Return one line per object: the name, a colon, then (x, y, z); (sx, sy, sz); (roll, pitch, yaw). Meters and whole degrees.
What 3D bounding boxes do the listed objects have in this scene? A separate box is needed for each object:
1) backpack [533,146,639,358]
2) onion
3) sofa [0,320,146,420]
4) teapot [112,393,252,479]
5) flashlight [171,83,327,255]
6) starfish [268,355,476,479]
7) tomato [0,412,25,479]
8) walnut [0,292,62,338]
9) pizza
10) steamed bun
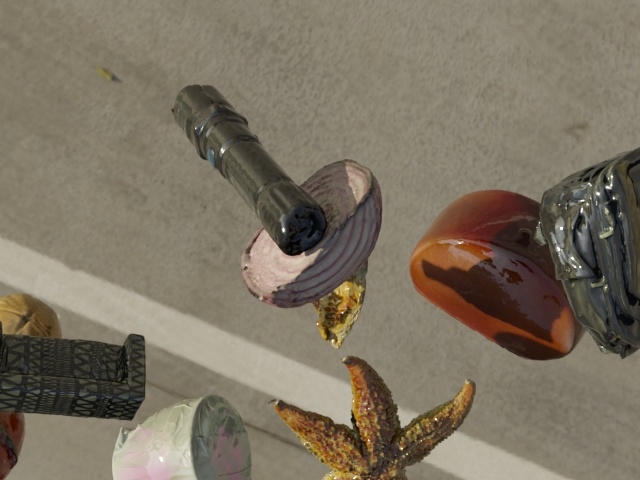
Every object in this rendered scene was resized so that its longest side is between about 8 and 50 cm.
backpack: (0.368, 0.019, 1.035); (0.133, 0.206, 0.258); (-4, 106, 54)
onion: (0.000, 0.000, 1.276); (0.250, 0.247, 0.111); (-46, 113, 0)
sofa: (-0.190, 0.095, 0.617); (0.118, 0.060, 0.039); (10, 136, -22)
teapot: (-0.190, 0.325, 1.214); (0.178, 0.163, 0.221); (-15, 146, 21)
flashlight: (-0.117, -0.115, 1.280); (0.103, 0.424, 0.103); (-17, 131, -21)
starfish: (0.053, 0.208, 0.829); (0.241, 0.043, 0.227); (-34, 120, -2)
tomato: (-0.496, 0.245, 1.165); (0.101, 0.228, 0.228); (-23, 116, 25)
walnut: (-0.530, 0.180, 1.439); (0.165, 0.165, 0.197); (38, 138, -12)
pizza: (0.022, 0.103, 1.415); (0.063, 0.161, 0.182); (4, 162, -24)
steamed bun: (0.385, 0.051, 1.689); (0.379, 0.235, 0.248); (32, 142, 16)
